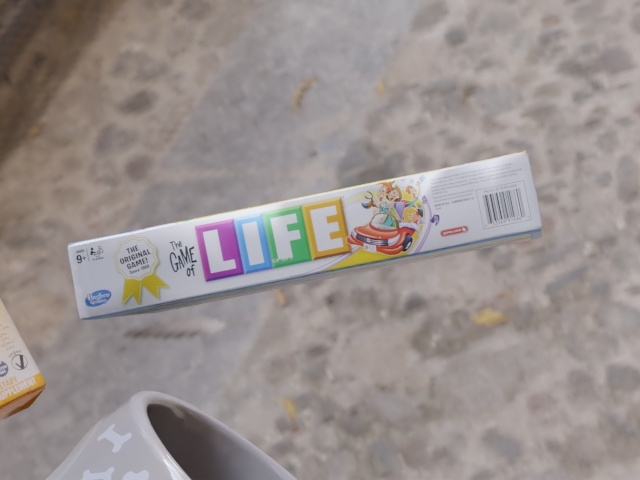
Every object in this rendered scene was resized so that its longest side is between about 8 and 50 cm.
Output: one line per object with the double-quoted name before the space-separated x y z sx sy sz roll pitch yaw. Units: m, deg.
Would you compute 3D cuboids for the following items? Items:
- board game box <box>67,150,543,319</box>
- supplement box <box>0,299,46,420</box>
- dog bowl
"board game box" 0.000 0.000 0.599 0.154 0.026 0.103 -11 -3 6
"supplement box" -0.159 0.031 0.666 0.062 0.098 0.036 -27 -8 -27
"dog bowl" -0.066 0.259 1.413 0.102 0.348 0.349 -49 41 5
